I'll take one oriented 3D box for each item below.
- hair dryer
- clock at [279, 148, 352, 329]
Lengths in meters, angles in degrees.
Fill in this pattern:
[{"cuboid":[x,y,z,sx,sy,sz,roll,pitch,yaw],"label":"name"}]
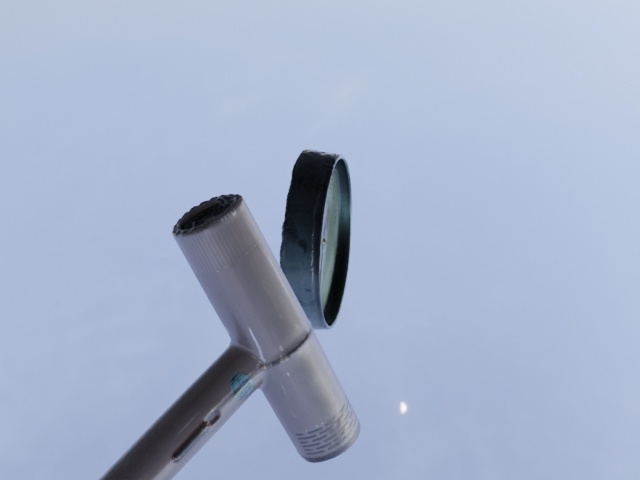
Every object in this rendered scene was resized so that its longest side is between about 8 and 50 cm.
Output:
[{"cuboid":[-0.101,0.104,0.524,0.220,0.195,0.054,-32,-158,-18],"label":"hair dryer"},{"cuboid":[0.000,0.000,1.004,0.049,0.225,0.226,3,-146,12],"label":"clock"}]
